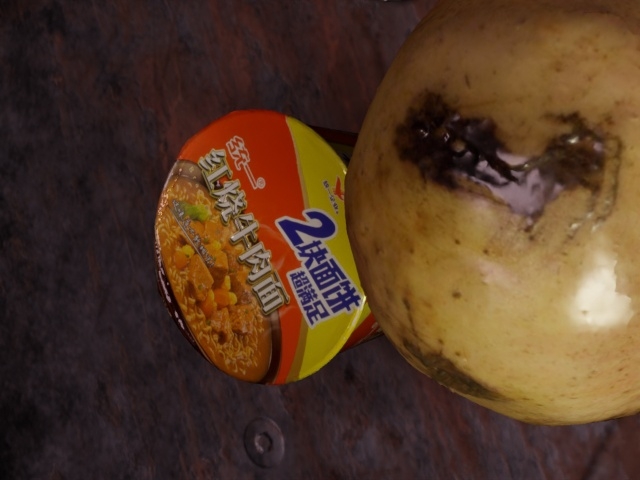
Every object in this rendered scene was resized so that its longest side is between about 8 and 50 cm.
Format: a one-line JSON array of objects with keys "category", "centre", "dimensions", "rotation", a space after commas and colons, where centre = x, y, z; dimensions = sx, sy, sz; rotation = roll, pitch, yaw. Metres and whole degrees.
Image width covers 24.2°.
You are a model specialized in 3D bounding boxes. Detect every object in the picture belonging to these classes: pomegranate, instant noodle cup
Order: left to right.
[{"category": "instant noodle cup", "centre": [0.000, 0.000, 1.188], "dimensions": [0.213, 0.174, 0.213], "rotation": [4, 96, 36]}, {"category": "pomegranate", "centre": [0.163, -0.037, 0.982], "dimensions": [0.322, 0.322, 0.322], "rotation": [4, 97, 37]}]
